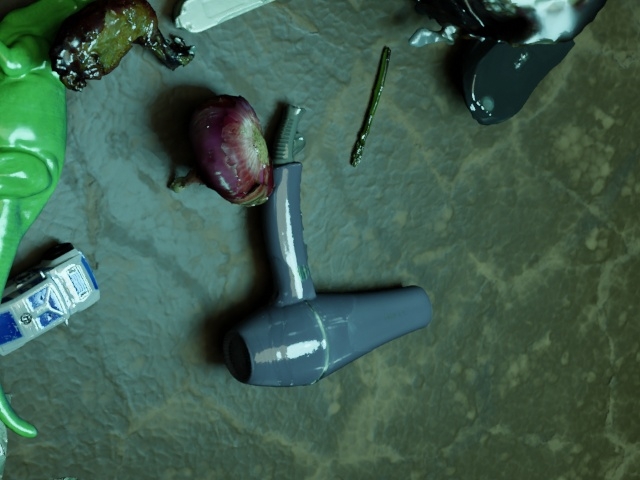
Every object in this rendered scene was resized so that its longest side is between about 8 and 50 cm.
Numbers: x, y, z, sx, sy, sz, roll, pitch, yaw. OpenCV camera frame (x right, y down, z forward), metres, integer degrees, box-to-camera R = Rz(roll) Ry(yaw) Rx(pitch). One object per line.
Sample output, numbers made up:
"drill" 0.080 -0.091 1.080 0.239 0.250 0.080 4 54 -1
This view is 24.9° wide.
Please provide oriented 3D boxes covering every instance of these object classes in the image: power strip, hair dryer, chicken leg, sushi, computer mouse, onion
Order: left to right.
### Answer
"chicken leg" -0.224 -0.232 1.671 0.253 0.051 0.106 -18 117 -58
"onion" -0.132 -0.100 1.785 0.140 0.150 0.150 -19 115 18
"power strip" -0.102 -0.305 1.794 0.191 0.030 0.047 -27 111 -21
"hair dryer" 0.000 0.000 1.886 0.301 0.121 0.361 -14 102 -34
"sushi" 0.225 -0.391 1.779 0.281 0.294 0.299 -29 104 -11
"computer mouse" 0.258 -0.249 1.976 0.217 0.073 0.122 -49 119 -17

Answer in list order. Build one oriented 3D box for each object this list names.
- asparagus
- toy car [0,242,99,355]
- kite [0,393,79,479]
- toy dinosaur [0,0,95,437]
"asparagus" 0.069 -0.176 1.925 0.013 0.016 0.166 10 96 -63
"toy car" -0.345 0.075 1.724 0.171 0.070 0.080 -30 114 -20
"kite" -0.401 0.309 1.781 0.229 0.012 0.250 -2 100 -29
"toy dinosaur" -0.318 -0.070 1.680 0.374 0.144 0.500 -34 114 -33
